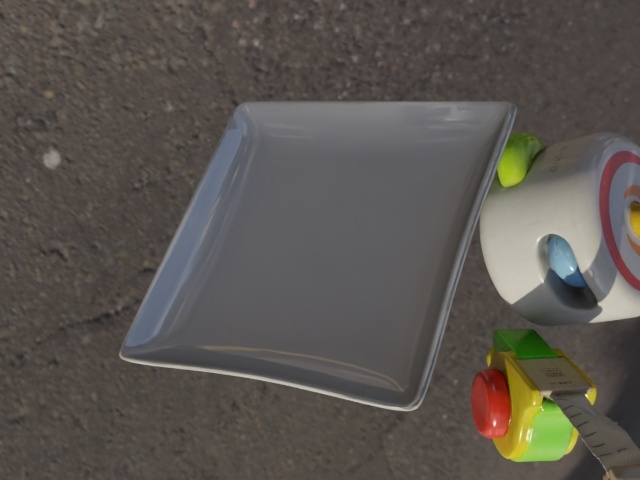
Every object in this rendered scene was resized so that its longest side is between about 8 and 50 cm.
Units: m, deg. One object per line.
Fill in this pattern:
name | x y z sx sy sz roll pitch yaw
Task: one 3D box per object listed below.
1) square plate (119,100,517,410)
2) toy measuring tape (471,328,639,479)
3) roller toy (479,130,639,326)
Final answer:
square plate | 0.000 0.000 0.998 0.049 0.347 0.344 53 50 -48
toy measuring tape | 0.220 0.183 0.916 0.121 0.330 0.121 -2 107 -8
roller toy | 0.274 -0.010 1.005 0.209 0.146 0.191 16 70 -42
